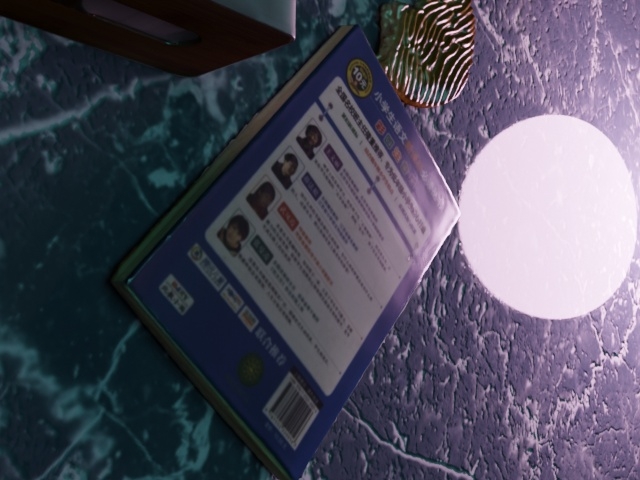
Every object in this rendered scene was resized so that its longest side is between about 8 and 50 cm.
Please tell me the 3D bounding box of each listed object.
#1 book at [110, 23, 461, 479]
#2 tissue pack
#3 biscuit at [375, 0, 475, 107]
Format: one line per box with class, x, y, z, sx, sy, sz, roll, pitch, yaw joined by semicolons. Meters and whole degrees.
book;0.000;0.000;0.859;0.428;0.039;0.300;-53;123;-34
tissue pack;-0.154;-0.242;0.634;0.246;0.160;0.135;10;78;-44
biscuit;0.144;-0.266;1.030;0.176;0.031;0.228;42;60;-38
